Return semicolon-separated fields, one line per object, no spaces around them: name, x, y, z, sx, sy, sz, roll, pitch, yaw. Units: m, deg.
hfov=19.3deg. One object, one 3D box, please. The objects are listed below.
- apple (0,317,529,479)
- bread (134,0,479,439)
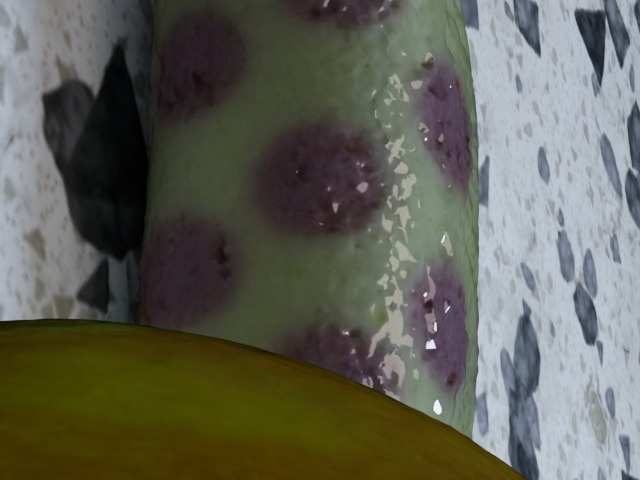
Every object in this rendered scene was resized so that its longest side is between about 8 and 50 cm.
apple;-0.051;0.204;0.524;0.384;0.374;0.374;60;32;-37
bread;0.000;0.000;0.923;0.187;0.155;0.338;40;46;-61
